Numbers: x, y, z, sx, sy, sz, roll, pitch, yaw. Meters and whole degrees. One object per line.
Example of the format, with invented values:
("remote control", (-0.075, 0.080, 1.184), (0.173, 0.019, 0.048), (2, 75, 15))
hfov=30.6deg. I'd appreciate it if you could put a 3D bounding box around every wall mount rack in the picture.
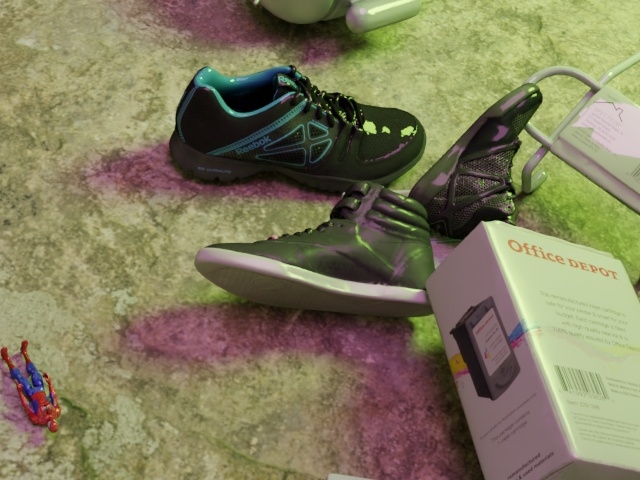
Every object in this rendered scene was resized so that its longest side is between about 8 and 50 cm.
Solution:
("wall mount rack", (0.440, -0.128, 1.539), (0.350, 0.130, 0.304), (40, 83, 20))

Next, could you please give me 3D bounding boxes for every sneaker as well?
("sneaker", (-0.017, -0.147, 1.496), (0.341, 0.139, 0.125), (-2, 48, -18))
("sneaker", (0.000, 0.000, 1.373), (0.296, 0.104, 0.146), (8, 69, -15))
("sneaker", (0.226, -0.089, 1.481), (0.130, 0.087, 0.227), (40, 81, 12))

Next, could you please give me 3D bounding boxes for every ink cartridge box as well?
("ink cartridge box", (0.266, 0.150, 1.274), (0.226, 0.131, 0.306), (16, 42, -31))

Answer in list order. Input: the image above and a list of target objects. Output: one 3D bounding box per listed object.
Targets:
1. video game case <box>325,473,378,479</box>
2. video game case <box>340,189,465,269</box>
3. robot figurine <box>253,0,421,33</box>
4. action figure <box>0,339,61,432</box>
("video game case", (0.139, 0.349, 1.183), (0.285, 0.025, 0.204), (9, 49, -6))
("video game case", (0.116, -0.007, 1.490), (0.157, 0.019, 0.143), (-3, 50, -15))
("robot figurine", (0.032, -0.431, 1.713), (0.354, 0.199, 0.300), (-18, 64, -27))
("action figure", (-0.304, 0.157, 1.239), (0.038, 0.030, 0.115), (-16, 57, -32))
